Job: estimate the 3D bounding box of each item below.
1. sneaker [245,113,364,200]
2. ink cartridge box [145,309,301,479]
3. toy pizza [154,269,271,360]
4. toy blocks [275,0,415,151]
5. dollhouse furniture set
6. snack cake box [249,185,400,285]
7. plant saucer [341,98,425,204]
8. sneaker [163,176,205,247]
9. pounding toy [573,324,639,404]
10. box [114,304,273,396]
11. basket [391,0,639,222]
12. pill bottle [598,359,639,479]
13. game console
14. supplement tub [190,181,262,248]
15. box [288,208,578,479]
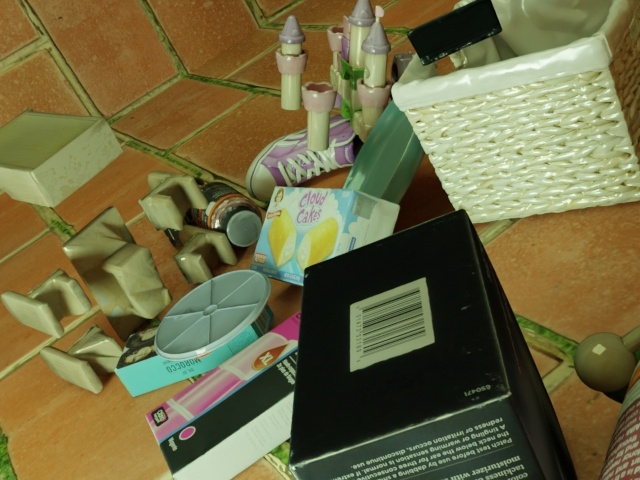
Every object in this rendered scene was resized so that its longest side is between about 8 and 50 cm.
[{"bbox_3d":[-0.011,-0.167,1.855,0.282,0.102,0.161,-37,29,-17],"label":"sneaker"},{"bbox_3d":[-0.053,0.192,1.270,0.371,0.069,0.176,-32,25,-11],"label":"ink cartridge box"},{"bbox_3d":[-0.160,0.117,1.409,0.201,0.032,0.201,-24,27,13],"label":"toy pizza"},{"bbox_3d":[0.087,-0.350,1.788,0.309,0.260,0.288,-6,29,-14],"label":"toy blocks"},{"bbox_3d":[-0.413,-0.013,1.622,0.257,0.394,0.362,12,47,43],"label":"dollhouse furniture set"},{"bbox_3d":[0.000,0.000,1.429,0.264,0.089,0.152,8,82,62],"label":"snack cake box"},{"bbox_3d":[0.108,-0.123,1.550,0.317,0.044,0.317,-59,12,22],"label":"plant saucer"},{"bbox_3d":[-0.295,-0.075,1.983,0.108,0.100,0.271,-22,25,3],"label":"sneaker"},{"bbox_3d":[0.350,0.128,0.853,0.183,0.237,0.110,-32,58,19],"label":"pounding toy"},{"bbox_3d":[-0.199,0.162,1.475,0.244,0.060,0.100,-21,26,16],"label":"box"},{"bbox_3d":[0.345,-0.228,1.399,0.331,0.266,0.328,-10,31,37],"label":"basket"},{"bbox_3d":[0.278,0.251,0.616,0.224,0.224,0.392,-8,32,38],"label":"pill bottle"},{"bbox_3d":[0.187,-0.306,1.318,0.122,0.071,0.107,-21,28,14],"label":"game console"},{"bbox_3d":[-0.177,-0.046,1.791,0.106,0.106,0.198,-35,25,-12],"label":"supplement tub"},{"bbox_3d":[0.118,0.179,0.834,0.183,0.294,0.296,-21,26,13],"label":"box"}]
